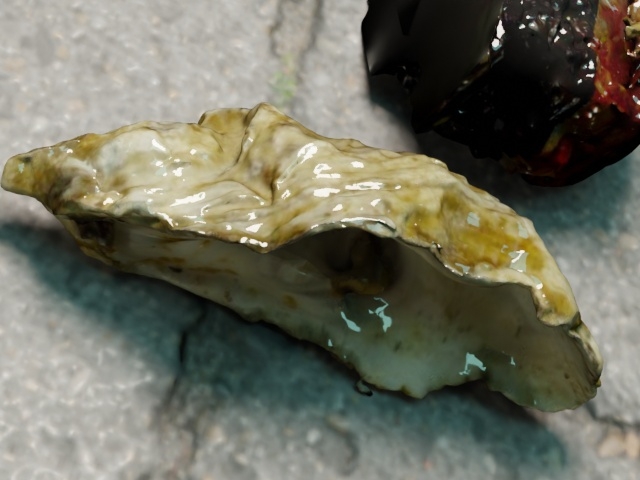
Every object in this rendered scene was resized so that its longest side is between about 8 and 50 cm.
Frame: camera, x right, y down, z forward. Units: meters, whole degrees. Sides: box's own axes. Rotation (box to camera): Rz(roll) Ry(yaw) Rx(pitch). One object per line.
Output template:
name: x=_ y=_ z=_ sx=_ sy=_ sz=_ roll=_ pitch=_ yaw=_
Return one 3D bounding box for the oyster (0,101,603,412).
oyster: x=0.001 y=-0.002 z=1.061 sx=0.341 sy=0.166 sz=0.110 roll=17 pitch=62 yaw=6

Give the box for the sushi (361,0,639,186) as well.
sushi: x=0.136 y=-0.113 z=1.180 sx=0.150 sy=0.153 sz=0.172 roll=31 pitch=28 yaw=-26
